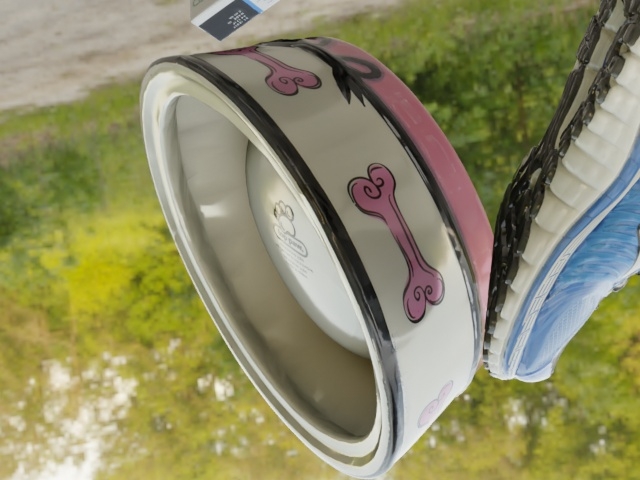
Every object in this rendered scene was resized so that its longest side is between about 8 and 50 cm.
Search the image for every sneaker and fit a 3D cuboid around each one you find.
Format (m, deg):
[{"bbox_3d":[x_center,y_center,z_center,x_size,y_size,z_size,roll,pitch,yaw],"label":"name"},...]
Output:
[{"bbox_3d":[0.199,-0.014,0.666,0.147,0.130,0.330,18,134,-2],"label":"sneaker"}]

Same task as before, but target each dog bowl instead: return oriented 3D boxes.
[{"bbox_3d":[0.000,0.000,0.955,0.150,0.408,0.408,-28,-174,-21],"label":"dog bowl"}]

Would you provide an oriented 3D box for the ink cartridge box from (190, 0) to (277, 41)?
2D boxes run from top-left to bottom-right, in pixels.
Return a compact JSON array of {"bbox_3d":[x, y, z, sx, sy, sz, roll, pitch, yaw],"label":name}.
[{"bbox_3d":[-0.105,-0.440,1.429,0.165,0.333,0.065,-28,142,31],"label":"ink cartridge box"}]
